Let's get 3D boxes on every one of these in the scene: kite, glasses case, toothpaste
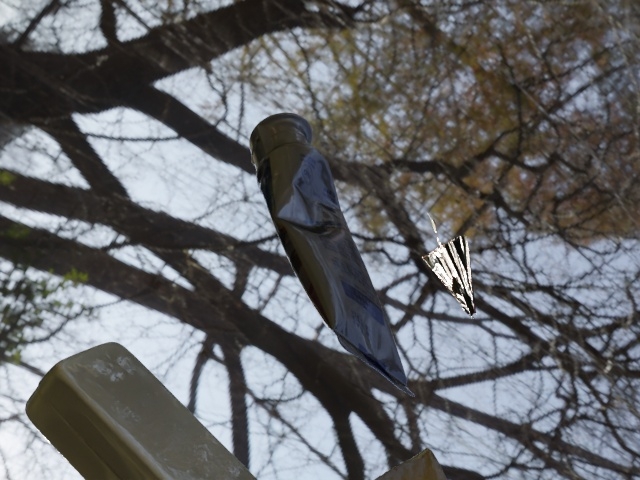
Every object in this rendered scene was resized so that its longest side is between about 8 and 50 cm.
[{"bbox_3d":[0.198,0.041,1.285,0.014,0.183,0.241,-22,179,-9],"label":"kite"},{"bbox_3d":[-0.159,0.244,0.861,0.070,0.313,0.131,-49,171,16],"label":"glasses case"},{"bbox_3d":[0.000,0.000,0.624,0.061,0.096,0.266,-37,-136,15],"label":"toothpaste"}]

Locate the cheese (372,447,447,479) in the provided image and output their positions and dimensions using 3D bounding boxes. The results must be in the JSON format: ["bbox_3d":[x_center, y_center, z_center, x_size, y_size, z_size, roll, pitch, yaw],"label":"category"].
[{"bbox_3d":[0.015,0.233,0.518,0.171,0.093,0.126,-36,-107,27],"label":"cheese"}]
